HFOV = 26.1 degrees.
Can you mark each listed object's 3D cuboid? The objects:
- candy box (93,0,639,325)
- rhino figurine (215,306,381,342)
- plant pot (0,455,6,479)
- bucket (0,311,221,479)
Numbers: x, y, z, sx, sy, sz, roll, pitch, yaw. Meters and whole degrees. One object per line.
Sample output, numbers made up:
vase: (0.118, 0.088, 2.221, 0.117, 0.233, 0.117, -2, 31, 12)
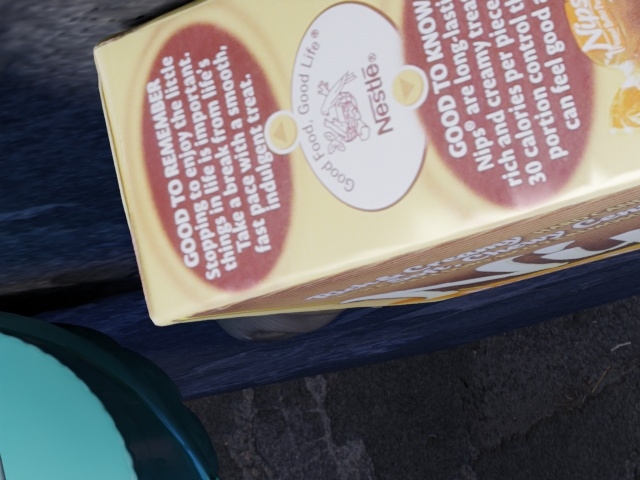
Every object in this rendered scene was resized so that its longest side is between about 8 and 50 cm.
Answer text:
candy box: (0.121, -0.055, 0.370, 0.316, 0.088, 0.183, -16, 172, 29)
rhino figurine: (0.000, 0.000, 0.637, 0.106, 0.073, 0.243, -14, 171, -14)
plant pot: (-0.257, 0.099, 0.358, 0.195, 0.290, 0.290, 22, -166, 33)
bucket: (-0.209, 0.175, 0.867, 0.281, 0.281, 0.183, -13, 171, 3)
